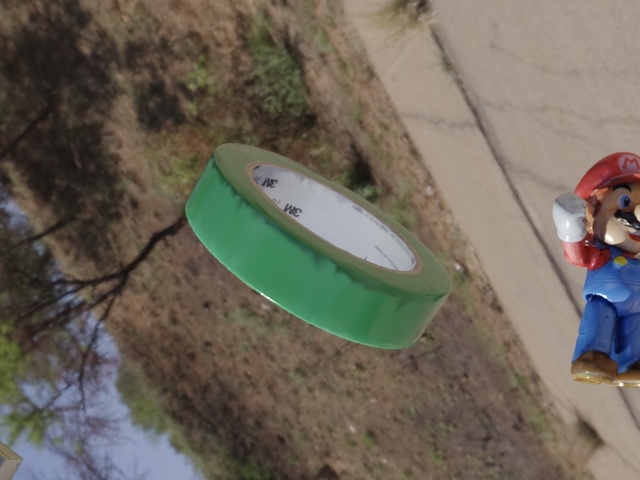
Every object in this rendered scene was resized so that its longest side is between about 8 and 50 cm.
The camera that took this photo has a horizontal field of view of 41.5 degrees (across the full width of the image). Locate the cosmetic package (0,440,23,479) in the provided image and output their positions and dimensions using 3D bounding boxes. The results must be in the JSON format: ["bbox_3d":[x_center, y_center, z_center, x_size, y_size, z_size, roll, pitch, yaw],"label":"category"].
[{"bbox_3d":[-0.455,0.281,1.108,0.115,0.060,0.041,27,174,20],"label":"cosmetic package"}]

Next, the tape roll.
[{"bbox_3d":[0.000,0.000,0.997,0.321,0.077,0.321,28,-163,-9],"label":"tape roll"}]

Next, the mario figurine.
[{"bbox_3d":[0.414,0.032,1.133,0.198,0.170,0.321,20,-109,-54],"label":"mario figurine"}]
